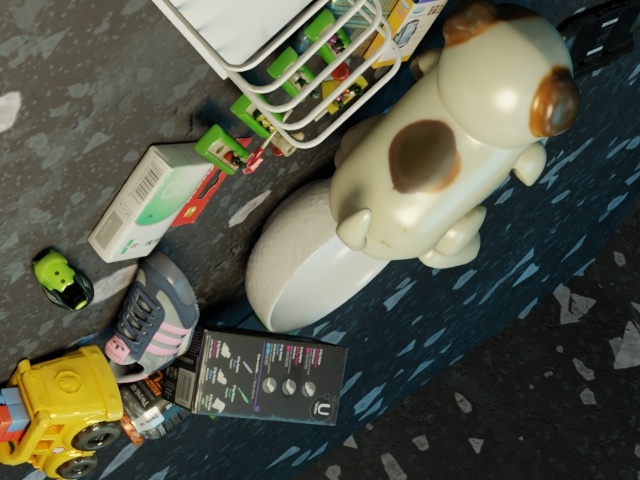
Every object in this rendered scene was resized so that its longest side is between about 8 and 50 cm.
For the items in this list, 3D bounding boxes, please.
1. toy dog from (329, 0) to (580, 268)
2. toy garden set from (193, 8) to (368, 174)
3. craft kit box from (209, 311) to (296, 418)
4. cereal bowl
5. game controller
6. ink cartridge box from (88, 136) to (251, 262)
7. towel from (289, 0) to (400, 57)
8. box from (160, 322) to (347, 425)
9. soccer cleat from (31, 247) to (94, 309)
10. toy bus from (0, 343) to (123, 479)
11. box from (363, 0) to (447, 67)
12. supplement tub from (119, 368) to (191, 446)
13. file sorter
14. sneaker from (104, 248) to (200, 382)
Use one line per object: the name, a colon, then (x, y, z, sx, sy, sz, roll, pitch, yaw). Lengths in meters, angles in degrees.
toy dog: (0.194, -0.174, 1.707, 0.395, 0.285, 0.408, -17, 155, -50)
toy garden set: (-0.036, -0.171, 1.565, 0.244, 0.049, 0.204, -46, 162, 3)
craft kit box: (-0.160, 0.242, 2.360, 0.246, 0.061, 0.250, -37, 161, -6)
cereal bowl: (0.000, 0.000, 1.995, 0.339, 0.141, 0.339, -37, 160, -15)
game controller: (0.540, -0.398, 2.325, 0.319, 0.067, 0.166, -26, 142, -40)
ink cartridge box: (-0.193, -0.058, 1.626, 0.224, 0.056, 0.181, -9, 144, -55)
towel: (0.135, -0.390, 1.559, 0.370, 0.040, 0.271, -49, 159, 26)
box: (-0.114, 0.228, 2.011, 0.270, 0.143, 0.165, 9, 179, -26)
soccer cleat: (-0.340, 0.070, 1.587, 0.060, 0.072, 0.179, -39, 161, -8)
toy bus: (-0.434, 0.278, 1.783, 0.211, 0.149, 0.220, -5, 144, -40)
box: (0.123, -0.303, 1.636, 0.081, 0.028, 0.136, -21, 152, -46)
supplement tub: (-0.280, 0.276, 2.096, 0.190, 0.117, 0.117, -37, 161, -16)
file sorter: (-0.041, -0.249, 1.312, 0.193, 0.173, 0.277, -43, 161, 2)
sneaker: (-0.269, 0.133, 1.807, 0.131, 0.112, 0.319, -35, 160, -26)
